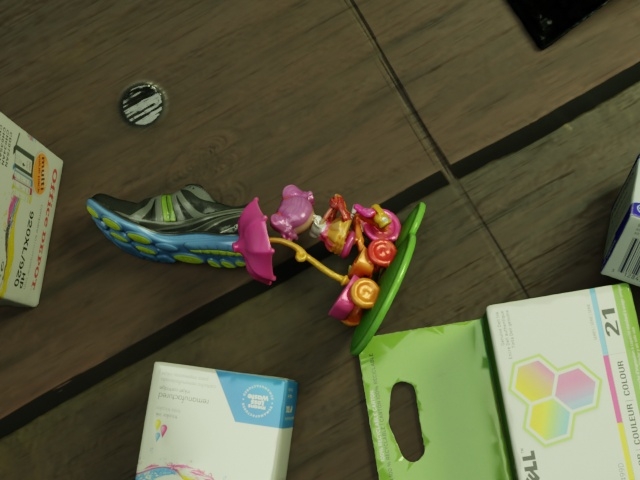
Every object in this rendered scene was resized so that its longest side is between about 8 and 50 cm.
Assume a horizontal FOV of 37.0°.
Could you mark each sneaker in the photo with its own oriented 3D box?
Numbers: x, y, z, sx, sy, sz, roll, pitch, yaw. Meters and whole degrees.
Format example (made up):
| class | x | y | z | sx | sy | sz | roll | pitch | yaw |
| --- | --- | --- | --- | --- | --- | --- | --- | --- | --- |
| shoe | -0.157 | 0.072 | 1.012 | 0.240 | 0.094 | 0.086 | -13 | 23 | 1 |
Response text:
| class | x | y | z | sx | sy | sz | roll | pitch | yaw |
| --- | --- | --- | --- | --- | --- | --- | --- | --- | --- |
| sneaker | -0.148 | -0.021 | 0.989 | 0.188 | 0.067 | 0.078 | 8 | 60 | 9 |

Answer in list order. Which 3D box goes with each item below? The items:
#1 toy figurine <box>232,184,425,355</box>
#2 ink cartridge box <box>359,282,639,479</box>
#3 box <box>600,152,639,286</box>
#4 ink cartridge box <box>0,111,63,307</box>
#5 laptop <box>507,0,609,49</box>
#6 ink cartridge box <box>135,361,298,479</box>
| class | x | y | z | sx | sy | sz | roll | pitch | yaw |
| --- | --- | --- | --- | --- | --- | --- | --- | --- | --- |
| toy figurine | 0.000 | 0.000 | 0.920 | 0.159 | 0.130 | 0.173 | 27 | 61 | -2 |
| ink cartridge box | 0.171 | 0.157 | 0.896 | 0.255 | 0.097 | 0.188 | -10 | 79 | 4 |
| box | 0.337 | -0.008 | 0.883 | 0.126 | 0.137 | 0.072 | 20 | 124 | 9 |
| ink cartridge box | -0.377 | -0.038 | 0.924 | 0.168 | 0.232 | 0.171 | 7 | 80 | 6 |
| laptop | 0.299 | -0.369 | 1.022 | 0.264 | 0.136 | 0.234 | -36 | 76 | 25 |
| ink cartridge box | -0.105 | 0.240 | 0.921 | 0.134 | 0.078 | 0.231 | 6 | 81 | 8 |
